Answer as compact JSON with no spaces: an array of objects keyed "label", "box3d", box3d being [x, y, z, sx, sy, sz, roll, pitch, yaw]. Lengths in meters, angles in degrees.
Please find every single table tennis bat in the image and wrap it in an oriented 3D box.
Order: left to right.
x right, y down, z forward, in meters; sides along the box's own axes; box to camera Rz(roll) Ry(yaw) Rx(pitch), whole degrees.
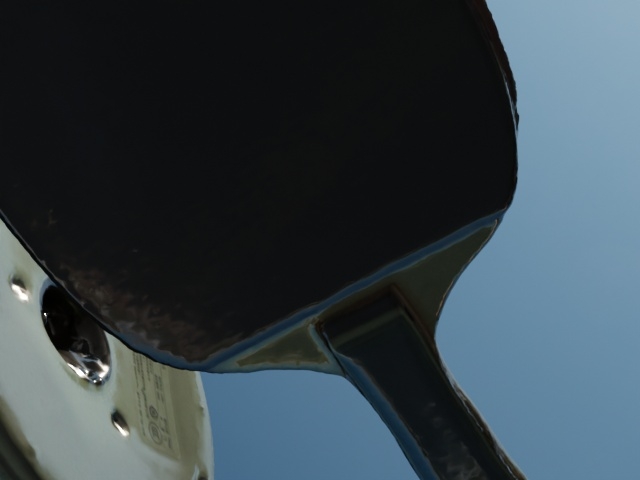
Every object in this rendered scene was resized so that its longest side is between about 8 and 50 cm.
[{"label":"table tennis bat","box3d":[0.000,0.000,0.394,0.301,0.173,0.022,56,-167,-27]}]

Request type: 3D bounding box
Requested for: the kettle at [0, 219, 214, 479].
[{"label":"kettle","box3d":[-0.238,0.092,0.471,0.205,0.318,0.265,69,-165,7]}]
